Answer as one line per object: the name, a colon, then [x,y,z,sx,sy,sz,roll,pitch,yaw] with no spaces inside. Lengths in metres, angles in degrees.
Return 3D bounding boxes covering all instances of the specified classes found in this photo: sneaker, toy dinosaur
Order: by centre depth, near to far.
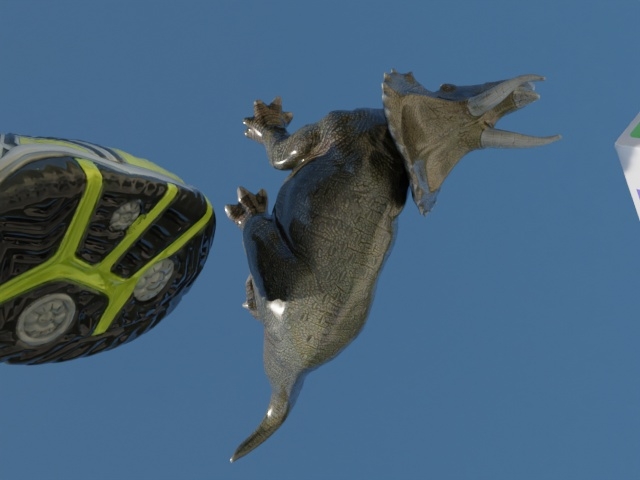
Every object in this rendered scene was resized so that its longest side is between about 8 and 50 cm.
sneaker: [-0.225,-0.021,1.045,0.385,0.147,0.145,4,-57,-42]
toy dinosaur: [0.000,0.000,1.161,0.121,0.160,0.313,31,-85,-22]

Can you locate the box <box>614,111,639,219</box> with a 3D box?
box: [0.317,0.020,0.957,0.127,0.262,0.231,-43,-55,-29]
